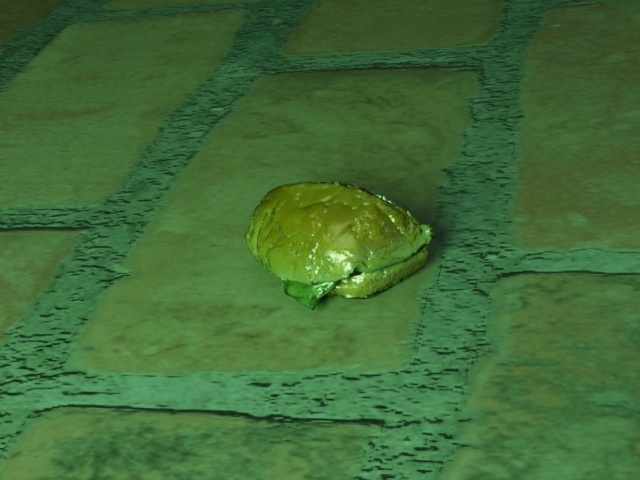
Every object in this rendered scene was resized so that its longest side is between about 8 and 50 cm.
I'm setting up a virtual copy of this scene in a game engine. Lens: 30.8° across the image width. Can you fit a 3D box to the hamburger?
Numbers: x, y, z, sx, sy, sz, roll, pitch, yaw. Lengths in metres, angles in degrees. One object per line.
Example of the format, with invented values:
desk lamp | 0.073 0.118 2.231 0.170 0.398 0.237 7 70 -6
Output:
hamburger | 0.001 0.004 1.003 0.176 0.087 0.102 11 34 27
